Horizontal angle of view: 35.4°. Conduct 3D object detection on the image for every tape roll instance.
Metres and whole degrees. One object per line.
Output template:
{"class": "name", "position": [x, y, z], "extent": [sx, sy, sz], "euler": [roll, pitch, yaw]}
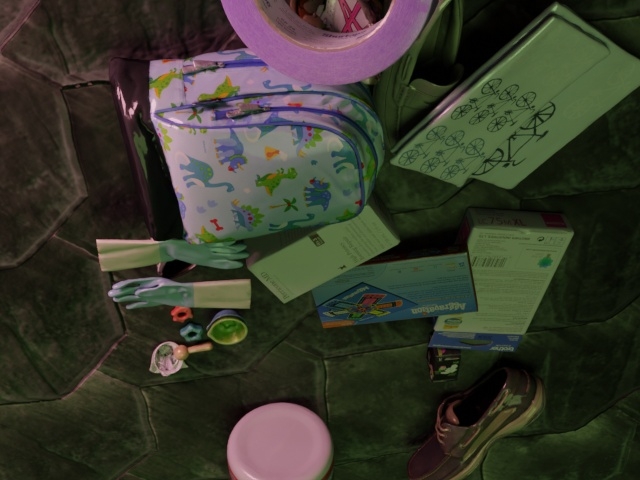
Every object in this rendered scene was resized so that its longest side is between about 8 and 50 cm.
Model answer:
{"class": "tape roll", "position": [0.013, -0.336, 1.242], "extent": [0.274, 0.090, 0.275], "euler": [7, 117, 14]}

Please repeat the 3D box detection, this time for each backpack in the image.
{"class": "backpack", "position": [-0.087, -0.135, 1.416], "extent": [0.355, 0.273, 0.290], "euler": [-15, 130, -12]}

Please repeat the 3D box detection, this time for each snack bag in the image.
{"class": "snack bag", "position": [0.309, -0.187, 1.494], "extent": [0.323, 0.037, 0.342], "euler": [-42, 148, 27]}

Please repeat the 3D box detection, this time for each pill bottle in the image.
{"class": "pill bottle", "position": [-0.076, 0.517, 2.053], "extent": [0.210, 0.210, 0.363], "euler": [-6, 134, -5]}

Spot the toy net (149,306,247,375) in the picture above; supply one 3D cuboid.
{"class": "toy net", "position": [-0.242, 0.184, 1.811], "extent": [0.122, 0.045, 0.232], "euler": [31, 121, -35]}

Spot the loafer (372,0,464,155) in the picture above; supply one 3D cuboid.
{"class": "loafer", "position": [0.144, -0.235, 1.422], "extent": [0.112, 0.111, 0.319], "euler": [-29, 141, -24]}

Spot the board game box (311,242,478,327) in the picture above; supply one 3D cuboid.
{"class": "board game box", "position": [0.126, 0.082, 1.755], "extent": [0.281, 0.027, 0.145], "euler": [-7, 129, 11]}

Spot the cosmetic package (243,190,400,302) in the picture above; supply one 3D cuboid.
{"class": "cosmetic package", "position": [0.000, 0.000, 1.656], "extent": [0.231, 0.085, 0.117], "euler": [-30, 132, 15]}

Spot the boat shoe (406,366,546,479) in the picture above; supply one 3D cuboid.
{"class": "boat shoe", "position": [0.296, 0.373, 2.066], "extent": [0.130, 0.132, 0.355], "euler": [37, 110, -26]}

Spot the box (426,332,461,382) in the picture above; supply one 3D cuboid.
{"class": "box", "position": [0.237, 0.224, 1.937], "extent": [0.052, 0.062, 0.083], "euler": [-4, 135, -6]}

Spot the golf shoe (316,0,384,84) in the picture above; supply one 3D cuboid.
{"class": "golf shoe", "position": [0.041, -0.297, 1.344], "extent": [0.086, 0.067, 0.186], "euler": [-5, 115, 16]}

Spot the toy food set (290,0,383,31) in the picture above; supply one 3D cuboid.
{"class": "toy food set", "position": [0.025, -0.323, 1.378], "extent": [0.132, 0.038, 0.192], "euler": [1, 133, -13]}

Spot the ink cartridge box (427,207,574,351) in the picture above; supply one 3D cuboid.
{"class": "ink cartridge box", "position": [0.312, 0.077, 1.810], "extent": [0.185, 0.065, 0.311], "euler": [3, 130, -13]}

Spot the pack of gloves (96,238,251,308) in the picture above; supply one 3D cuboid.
{"class": "pack of gloves", "position": [-0.225, 0.041, 1.584], "extent": [0.232, 0.046, 0.195], "euler": [0, 145, -5]}

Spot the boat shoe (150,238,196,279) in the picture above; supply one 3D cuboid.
{"class": "boat shoe", "position": [-0.169, -0.015, 1.612], "extent": [0.233, 0.079, 0.084], "euler": [-30, 130, 15]}
